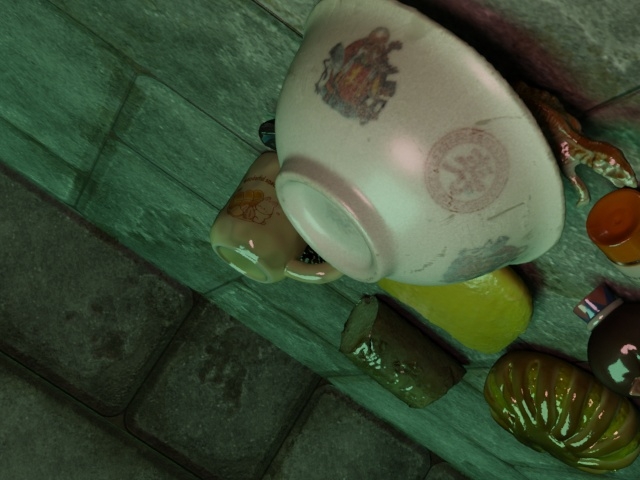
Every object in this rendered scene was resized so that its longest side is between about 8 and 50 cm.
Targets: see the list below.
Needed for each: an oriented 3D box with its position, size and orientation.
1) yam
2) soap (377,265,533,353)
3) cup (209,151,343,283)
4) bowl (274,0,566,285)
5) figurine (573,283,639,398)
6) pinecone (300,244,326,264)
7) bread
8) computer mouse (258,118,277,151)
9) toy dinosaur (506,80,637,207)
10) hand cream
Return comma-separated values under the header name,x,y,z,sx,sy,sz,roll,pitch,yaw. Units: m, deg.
name,x,y,z,sx,sy,sz,roll,pitch,yaw
yam,0.187,0.269,2.316,0.304,0.168,0.168,40,161,-19
soap,0.231,0.091,1.816,0.306,0.115,0.427,31,163,14
cup,-0.059,-0.015,1.874,0.255,0.202,0.173,33,163,-4
bowl,0.072,-0.076,1.263,0.435,0.196,0.434,39,158,19
figurine,0.508,0.172,1.527,0.276,0.161,0.158,25,121,14
pinecone,-0.002,-0.002,1.973,0.102,0.109,0.102,53,172,11
bread,0.478,0.350,2.027,0.333,0.160,0.333,29,161,11
computer mouse,-0.044,-0.170,1.687,0.135,0.047,0.079,30,161,-33
toy dinosaur,0.219,-0.136,1.254,0.393,0.092,0.205,39,164,25
hand cream,0.469,0.049,1.340,0.140,0.089,0.314,14,159,48
